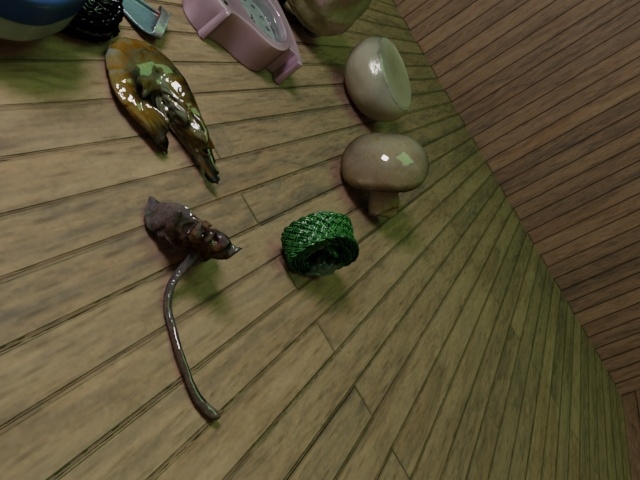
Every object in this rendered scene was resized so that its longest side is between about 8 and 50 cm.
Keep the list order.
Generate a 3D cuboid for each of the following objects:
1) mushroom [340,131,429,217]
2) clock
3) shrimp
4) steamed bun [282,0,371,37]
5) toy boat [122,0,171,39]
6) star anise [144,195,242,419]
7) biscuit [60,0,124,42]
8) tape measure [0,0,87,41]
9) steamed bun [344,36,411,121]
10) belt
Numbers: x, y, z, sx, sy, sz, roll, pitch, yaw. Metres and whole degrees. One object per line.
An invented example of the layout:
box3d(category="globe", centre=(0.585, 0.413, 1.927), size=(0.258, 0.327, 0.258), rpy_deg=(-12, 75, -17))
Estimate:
box3d(category="mushroom", centre=(0.144, -0.144, 1.394), size=(0.204, 0.204, 0.204), rpy_deg=(40, 33, -34))
box3d(category="clock", centre=(-0.176, -0.499, 1.277), size=(0.275, 0.080, 0.291), rpy_deg=(10, 55, -57))
box3d(category="shrimp", centre=(-0.232, -0.197, 0.912), size=(0.145, 0.059, 0.255), rpy_deg=(-13, 75, -59))
box3d(category="steamed bun", centre=(-0.013, -0.650, 1.573), size=(0.275, 0.206, 0.320), rpy_deg=(32, 36, -18))
box3d(category="toy boat", centre=(-0.307, -0.384, 1.006), size=(0.122, 0.034, 0.096), rpy_deg=(30, 39, -31))
box3d(category="star anise", centre=(-0.171, 0.079, 0.793), size=(0.228, 0.218, 0.148), rpy_deg=(-64, 167, -13))
box3d(category="biscuit", centre=(-0.359, -0.367, 0.865), size=(0.194, 0.053, 0.195), rpy_deg=(40, 34, -35))
box3d(category="tape measure", centre=(-0.396, -0.310, 0.656), size=(0.215, 0.097, 0.351), rpy_deg=(52, 42, -13))
box3d(category="steamed bun", centre=(0.145, -0.432, 1.686), size=(0.231, 0.145, 0.232), rpy_deg=(35, 48, -51))
box3d(category="belt", centre=(0.000, 0.000, 1.047), size=(0.151, 0.121, 0.079), rpy_deg=(26, 39, -54))
